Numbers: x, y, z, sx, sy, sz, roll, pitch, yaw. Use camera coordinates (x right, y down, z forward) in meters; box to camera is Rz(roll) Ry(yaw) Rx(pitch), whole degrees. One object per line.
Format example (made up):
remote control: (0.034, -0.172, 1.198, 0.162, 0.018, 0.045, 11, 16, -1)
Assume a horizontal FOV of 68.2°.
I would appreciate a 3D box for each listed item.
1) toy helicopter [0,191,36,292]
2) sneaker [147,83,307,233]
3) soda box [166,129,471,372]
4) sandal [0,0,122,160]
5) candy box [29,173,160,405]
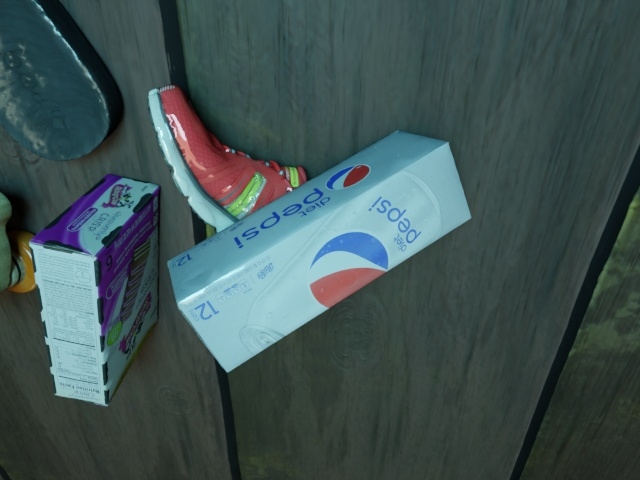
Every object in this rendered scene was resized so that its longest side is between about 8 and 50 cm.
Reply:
toy helicopter: (-0.476, -0.076, 0.551, 0.235, 0.140, 0.354, 11, 113, 10)
sneaker: (-0.077, -0.061, 0.529, 0.118, 0.107, 0.279, -33, 118, 4)
soda box: (0.000, 0.000, 0.470, 0.287, 0.098, 0.091, -31, 118, -10)
sandal: (-0.361, -0.259, 0.408, 0.168, 0.107, 0.445, -28, 115, 21)
candy box: (-0.258, 0.060, 0.572, 0.071, 0.159, 0.233, 14, 124, -1)
